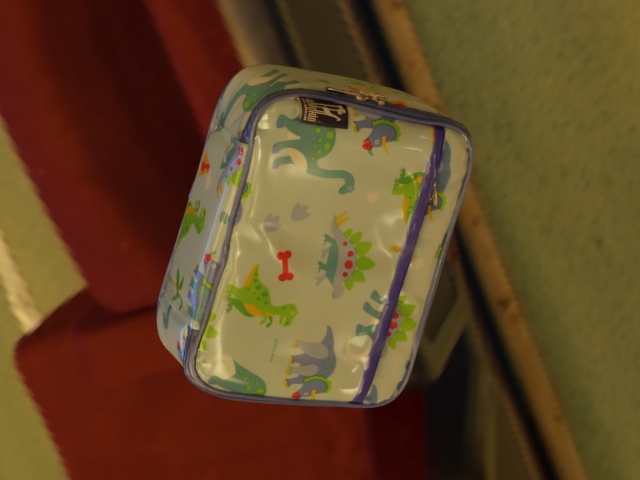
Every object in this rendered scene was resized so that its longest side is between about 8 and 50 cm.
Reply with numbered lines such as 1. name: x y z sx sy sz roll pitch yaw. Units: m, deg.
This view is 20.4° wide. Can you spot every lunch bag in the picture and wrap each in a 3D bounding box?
1. lunch bag: 0.000 0.000 1.176 0.176 0.090 0.219 11 105 -27
